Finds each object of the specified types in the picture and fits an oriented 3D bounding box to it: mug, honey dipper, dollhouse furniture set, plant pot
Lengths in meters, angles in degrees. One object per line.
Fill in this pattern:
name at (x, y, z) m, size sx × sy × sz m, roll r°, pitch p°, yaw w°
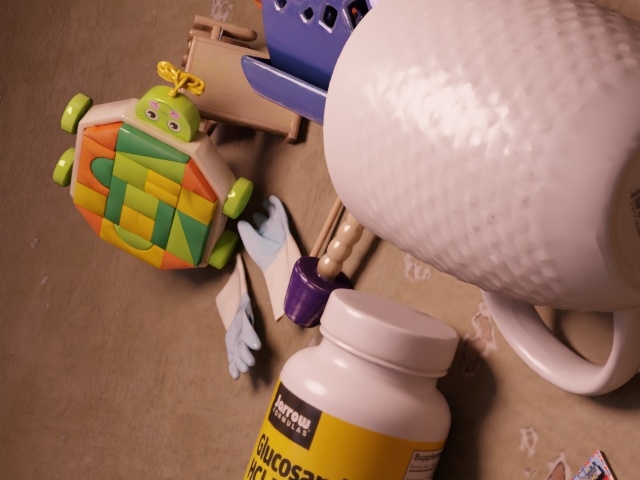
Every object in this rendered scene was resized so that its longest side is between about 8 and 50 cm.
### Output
mug at (0.209, -0.035, 1.381) m, size 0.328 × 0.276 × 0.374 m, roll 29°, pitch 133°, yaw 52°
honey dipper at (0.000, 0.000, 1.913) m, size 0.030 × 0.030 × 0.160 m, roll 43°, pitch 112°, yaw 57°
dollhouse furniture set at (-0.118, -0.189, 2.120) m, size 0.242 × 0.161 × 0.212 m, roll 149°, pitch 134°, yaw -78°
plant pot at (0.070, -0.215, 1.625) m, size 0.236 × 0.236 × 0.212 m, roll 29°, pitch 105°, yaw 36°

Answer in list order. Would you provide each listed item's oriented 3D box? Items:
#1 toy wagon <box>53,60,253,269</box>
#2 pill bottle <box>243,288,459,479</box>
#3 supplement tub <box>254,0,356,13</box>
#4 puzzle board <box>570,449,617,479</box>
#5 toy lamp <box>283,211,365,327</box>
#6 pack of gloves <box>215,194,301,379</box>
toy wagon at (-0.222, -0.097, 2.040) m, size 0.068 × 0.267 × 0.344 m, roll -59°, pitch -7°, yaw -37°
pill bottle at (0.024, 0.230, 1.613) m, size 0.188 × 0.188 × 0.333 m, roll 33°, pitch 107°, yaw 59°
supplement tub at (-0.025, -0.453, 1.964) m, size 0.207 × 0.207 × 0.338 m, roll -44°, pitch 43°, yaw 43°
puzzle board at (0.237, 0.269, 1.415) m, size 0.128 × 0.011 × 0.096 m, roll -57°, pitch 35°, yaw 30°
toy lamp at (0.037, -0.013, 1.804) m, size 0.274 × 0.080 × 0.080 m, roll -61°, pitch 33°, yaw 27°
pack of gloves at (-0.097, 0.054, 1.998) m, size 0.195 × 0.046 × 0.232 m, roll -61°, pitch 23°, yaw 21°
